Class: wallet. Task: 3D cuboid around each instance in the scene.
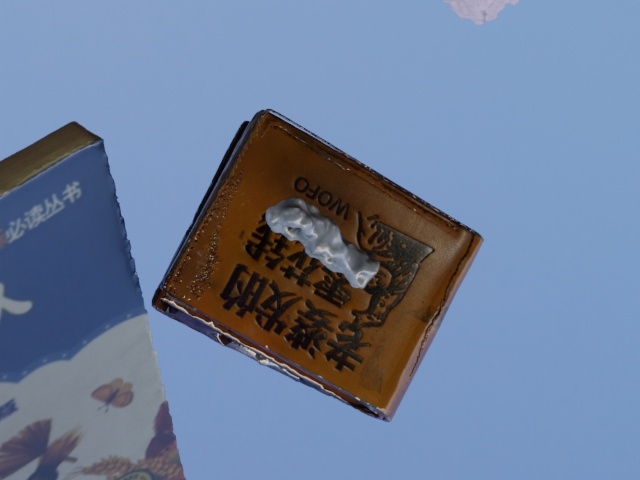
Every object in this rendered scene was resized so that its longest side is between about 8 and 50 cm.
[{"bbox_3d":[0.000,0.020,0.983,0.195,0.161,0.042,30,169,-7],"label":"wallet"}]

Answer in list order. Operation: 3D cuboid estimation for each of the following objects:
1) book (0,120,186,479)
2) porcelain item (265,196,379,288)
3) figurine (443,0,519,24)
[{"bbox_3d":[-0.245,0.139,0.964,0.300,0.428,0.039,-33,-125,-21],"label":"book"},{"bbox_3d":[0.000,0.000,0.928,0.083,0.036,0.028,34,-117,-12],"label":"porcelain item"},{"bbox_3d":[0.121,-0.238,0.846,0.174,0.116,0.240,-38,-110,-7],"label":"figurine"}]
